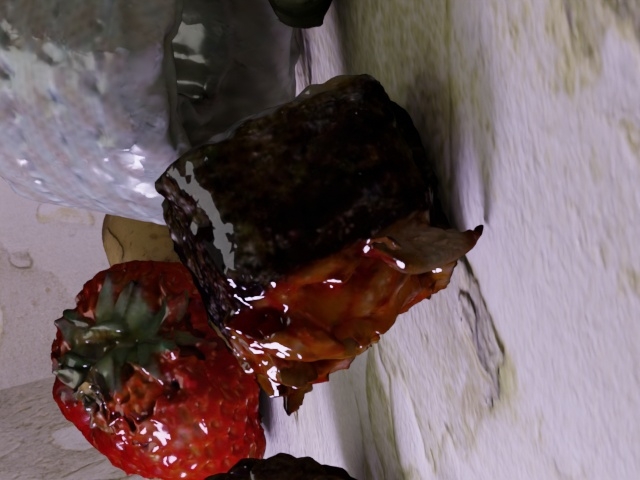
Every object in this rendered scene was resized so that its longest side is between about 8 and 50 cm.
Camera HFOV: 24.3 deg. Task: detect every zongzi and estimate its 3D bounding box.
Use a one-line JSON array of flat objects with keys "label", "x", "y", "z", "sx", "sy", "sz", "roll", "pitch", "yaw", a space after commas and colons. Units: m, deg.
[{"label": "zongzi", "x": -0.009, "y": -0.233, "z": 1.156, "sx": 0.154, "sy": 0.062, "sz": 0.130, "roll": 44, "pitch": -128, "yaw": -84}]

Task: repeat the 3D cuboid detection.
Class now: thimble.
[{"label": "thimble", "x": -0.149, "y": -0.162, "z": 1.242, "sx": 0.291, "sy": 0.195, "sz": 0.291, "roll": 10, "pitch": -90, "yaw": -69}]

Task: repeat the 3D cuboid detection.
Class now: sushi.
[{"label": "sushi", "x": 0.000, "y": 0.000, "z": 1.061, "sx": 0.182, "sy": 0.196, "sz": 0.343, "roll": 56, "pitch": 171, "yaw": 5}]

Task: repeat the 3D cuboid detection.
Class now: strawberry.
[{"label": "strawberry", "x": -0.190, "y": 0.203, "z": 1.977, "sx": 0.312, "sy": 0.267, "sz": 0.351, "roll": 63, "pitch": -173, "yaw": 30}]

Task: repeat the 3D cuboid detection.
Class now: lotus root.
[{"label": "lotus root", "x": -0.255, "y": 0.016, "z": 2.269, "sx": 0.284, "sy": 0.146, "sz": 0.160, "roll": 53, "pitch": 135, "yaw": 46}]

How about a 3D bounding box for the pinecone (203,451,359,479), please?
[{"label": "pinecone", "x": -0.026, "y": 0.315, "z": 1.428, "sx": 0.292, "sy": 0.246, "sz": 0.246, "roll": -66, "pitch": -35, "yaw": -78}]
